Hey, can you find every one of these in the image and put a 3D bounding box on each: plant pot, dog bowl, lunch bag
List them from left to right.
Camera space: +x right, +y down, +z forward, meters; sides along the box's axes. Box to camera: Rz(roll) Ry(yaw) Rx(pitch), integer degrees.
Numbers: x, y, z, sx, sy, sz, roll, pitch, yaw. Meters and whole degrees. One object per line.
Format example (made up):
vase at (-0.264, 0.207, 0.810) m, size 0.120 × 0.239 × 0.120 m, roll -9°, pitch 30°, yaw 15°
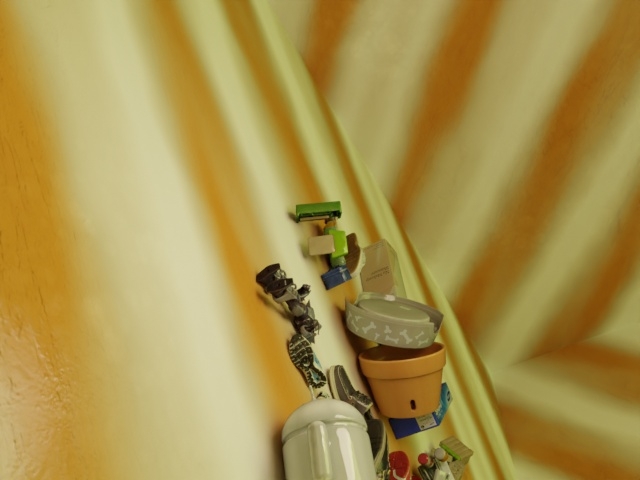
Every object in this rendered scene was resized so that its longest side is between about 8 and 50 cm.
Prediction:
lunch bag at (0.056, 0.120, 2.131) m, size 0.065 × 0.099 × 0.067 m, roll 64°, pitch 23°, yaw 4°
dog bowl at (0.245, 0.272, 2.138) m, size 0.349 × 0.349 × 0.102 m, roll -15°, pitch 118°, yaw -72°
plant pot at (0.284, 0.466, 2.090) m, size 0.291 × 0.291 × 0.203 m, roll -15°, pitch 97°, yaw -71°

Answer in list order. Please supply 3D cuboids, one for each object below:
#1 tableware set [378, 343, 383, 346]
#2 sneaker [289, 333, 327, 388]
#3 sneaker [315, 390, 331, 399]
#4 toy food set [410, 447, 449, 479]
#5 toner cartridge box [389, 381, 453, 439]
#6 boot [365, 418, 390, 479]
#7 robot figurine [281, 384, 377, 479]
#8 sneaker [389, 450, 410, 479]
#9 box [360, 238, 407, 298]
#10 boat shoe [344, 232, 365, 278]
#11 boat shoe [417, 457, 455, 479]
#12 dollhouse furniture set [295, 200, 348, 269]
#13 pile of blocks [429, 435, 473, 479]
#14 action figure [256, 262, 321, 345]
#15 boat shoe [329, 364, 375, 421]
tableware set at (0.255, 0.402, 2.441) m, size 0.154 × 0.024 × 0.104 m, roll 53°, pitch 22°, yaw -32°
sneaker at (-0.039, 0.326, 1.704) m, size 0.073 × 0.064 × 0.162 m, roll -119°, pitch -176°, yaw -78°
sneaker at (0.002, 0.432, 1.711) m, size 0.036 × 0.032 × 0.083 m, roll 59°, pitch 9°, yaw 27°
toy food set at (0.343, 0.785, 2.039) m, size 0.104 × 0.111 × 0.232 m, roll 44°, pitch 58°, yaw -44°
toner cartridge box at (0.374, 0.616, 2.278) m, size 0.075 × 0.165 × 0.348 m, roll 69°, pitch 19°, yaw 6°
boot at (0.159, 0.691, 1.631) m, size 0.284 × 0.138 × 0.377 m, roll 56°, pitch 24°, yaw -23°
robot figurine at (0.020, 0.505, 1.384) m, size 0.299 × 0.200 × 0.353 m, roll 80°, pitch 0°, yaw -53°
sneaker at (0.245, 0.765, 1.912) m, size 0.221 × 0.087 × 0.127 m, roll -78°, pitch 156°, yaw -60°
box at (0.253, 0.162, 2.550) m, size 0.121 × 0.148 × 0.311 m, roll 47°, pitch 24°, yaw -41°
boat shoe at (0.134, 0.073, 2.408) m, size 0.096 × 0.098 × 0.277 m, roll 56°, pitch 19°, yaw -25°
boat shoe at (0.421, 0.889, 2.070) m, size 0.335 × 0.119 × 0.121 m, roll -111°, pitch 180°, yaw -47°
dollhouse furniture set at (0.000, 0.000, 2.185) m, size 0.301 × 0.152 × 0.197 m, roll 97°, pitch -15°, yaw -77°
pile of blocks at (0.459, 0.874, 2.324) m, size 0.362 × 0.149 × 0.112 m, roll -31°, pitch 140°, yaw -63°
action figure at (-0.062, 0.183, 1.734) m, size 0.285 × 0.099 × 0.185 m, roll 54°, pitch 9°, yaw -44°
boat shoe at (0.112, 0.492, 1.825) m, size 0.285 × 0.093 × 0.103 m, roll 68°, pitch 19°, yaw 9°
